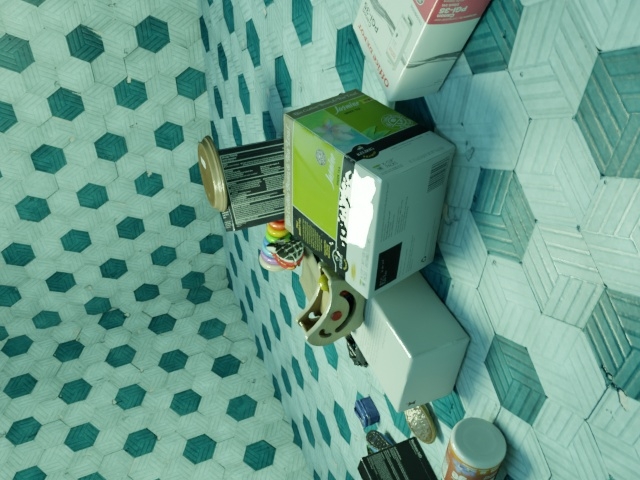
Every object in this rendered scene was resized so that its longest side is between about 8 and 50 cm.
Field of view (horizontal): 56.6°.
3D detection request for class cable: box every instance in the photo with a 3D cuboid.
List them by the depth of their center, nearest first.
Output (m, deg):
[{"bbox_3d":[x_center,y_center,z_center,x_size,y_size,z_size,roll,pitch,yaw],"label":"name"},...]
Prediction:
[{"bbox_3d":[0.117,0.339,2.023,0.150,0.047,0.184,-161,55,-74],"label":"cable"}]

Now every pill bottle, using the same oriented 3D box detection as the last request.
[{"bbox_3d":[0.342,0.512,1.356,0.121,0.121,0.216,-123,25,-44],"label":"pill bottle"}]

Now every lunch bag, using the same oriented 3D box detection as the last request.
[{"bbox_3d":[0.154,0.593,2.062,0.098,0.065,0.067,-123,26,-43],"label":"lunch bag"}]

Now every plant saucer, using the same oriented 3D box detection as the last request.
[{"bbox_3d":[-0.387,-0.233,2.107,0.278,0.041,0.277,166,90,-72],"label":"plant saucer"}]

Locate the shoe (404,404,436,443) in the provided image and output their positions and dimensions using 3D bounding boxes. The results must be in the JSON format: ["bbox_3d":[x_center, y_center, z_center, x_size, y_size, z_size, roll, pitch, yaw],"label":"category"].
[{"bbox_3d":[0.266,0.461,1.663,0.076,0.058,0.219,-48,57,32],"label":"shoe"}]

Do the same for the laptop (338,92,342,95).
[{"bbox_3d":[0.103,-0.235,1.645,0.234,0.137,0.264,50,124,51],"label":"laptop"}]

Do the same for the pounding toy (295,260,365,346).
[{"bbox_3d":[0.009,0.153,1.484,0.155,0.154,0.269,-125,29,-46],"label":"pounding toy"}]

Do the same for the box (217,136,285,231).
[{"bbox_3d":[-0.228,-0.206,2.196,0.183,0.296,0.294,179,77,-71],"label":"box"}]

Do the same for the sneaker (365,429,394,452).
[{"bbox_3d":[0.233,0.706,1.949,0.209,0.069,0.082,40,175,47],"label":"sneaker"}]

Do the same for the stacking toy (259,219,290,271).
[{"bbox_3d":[-0.181,-0.032,2.473,0.141,0.141,0.330,-123,29,-43],"label":"stacking toy"}]

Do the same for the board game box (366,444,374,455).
[{"bbox_3d":[0.235,0.838,2.080,0.260,0.030,0.136,-146,47,-64],"label":"board game box"}]

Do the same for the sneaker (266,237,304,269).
[{"bbox_3d":[-0.119,0.063,2.313,0.118,0.107,0.279,65,166,-17],"label":"sneaker"}]

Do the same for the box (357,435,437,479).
[{"bbox_3d":[0.246,0.730,1.714,0.103,0.184,0.261,95,153,-52],"label":"box"}]

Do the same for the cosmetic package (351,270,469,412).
[{"bbox_3d":[0.172,0.176,1.524,0.230,0.162,0.453,94,155,-43],"label":"cosmetic package"}]

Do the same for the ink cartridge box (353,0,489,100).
[{"bbox_3d":[0.178,-0.426,1.102,0.283,0.117,0.207,116,136,-63],"label":"ink cartridge box"}]

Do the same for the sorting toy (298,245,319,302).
[{"bbox_3d":[-0.026,0.142,2.269,0.196,0.047,0.347,101,152,-46],"label":"sorting toy"}]

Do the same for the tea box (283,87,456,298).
[{"bbox_3d":[0.091,-0.112,1.338,0.323,0.220,0.329,40,143,34],"label":"tea box"}]

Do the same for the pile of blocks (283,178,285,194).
[{"bbox_3d":[-0.055,-0.163,1.895,0.362,0.149,0.112,101,-178,-53],"label":"pile of blocks"}]
